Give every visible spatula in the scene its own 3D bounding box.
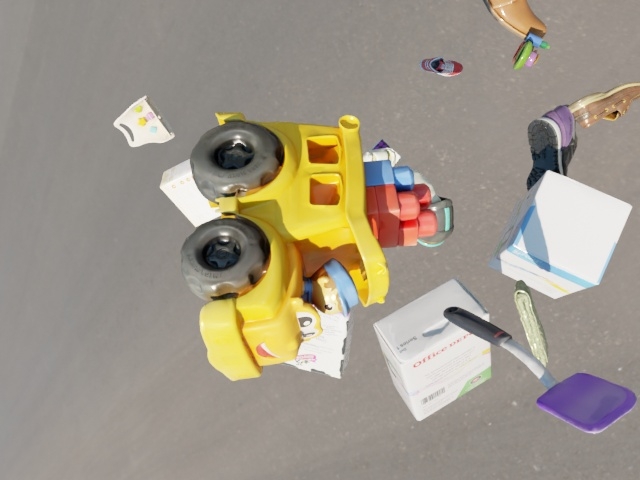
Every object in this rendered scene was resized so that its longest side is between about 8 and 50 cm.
[{"bbox_3d":[0.255,0.146,0.715,0.296,0.084,0.030,37,148,57],"label":"spatula"}]

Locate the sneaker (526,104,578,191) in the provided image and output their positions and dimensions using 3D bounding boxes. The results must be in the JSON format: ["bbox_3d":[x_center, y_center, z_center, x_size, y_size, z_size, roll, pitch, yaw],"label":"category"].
[{"bbox_3d":[0.602,-0.204,1.409,0.107,0.124,0.283,37,153,42],"label":"sneaker"}]

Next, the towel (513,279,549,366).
[{"bbox_3d":[0.386,0.149,1.020,0.027,0.110,0.148,-19,91,22],"label":"towel"}]

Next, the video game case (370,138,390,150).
[{"bbox_3d":[0.101,-0.182,1.656,0.042,0.232,0.210,44,174,2],"label":"video game case"}]

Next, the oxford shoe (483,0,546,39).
[{"bbox_3d":[0.333,-0.436,0.985,0.212,0.076,0.076,42,138,-11],"label":"oxford shoe"}]

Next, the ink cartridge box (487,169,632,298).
[{"bbox_3d":[0.552,-0.003,1.330,0.197,0.270,0.198,26,81,10],"label":"ink cartridge box"}]

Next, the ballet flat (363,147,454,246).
[{"bbox_3d":[0.121,-0.099,0.950,0.280,0.095,0.096,38,138,35],"label":"ballet flat"}]

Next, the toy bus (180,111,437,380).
[{"bbox_3d":[0.000,0.000,0.494,0.149,0.212,0.220,85,-176,-57],"label":"toy bus"}]

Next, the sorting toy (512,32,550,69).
[{"bbox_3d":[0.366,-0.323,0.973,0.042,0.102,0.061,25,119,2],"label":"sorting toy"}]

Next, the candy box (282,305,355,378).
[{"bbox_3d":[-0.014,0.139,1.103,0.159,0.071,0.233,11,108,14],"label":"candy box"}]

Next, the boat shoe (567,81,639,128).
[{"bbox_3d":[0.570,-0.264,1.101,0.064,0.178,0.060,142,107,-72],"label":"boat shoe"}]

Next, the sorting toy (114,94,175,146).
[{"bbox_3d":[-0.302,-0.196,0.943,0.083,0.075,0.045,60,177,-37],"label":"sorting toy"}]

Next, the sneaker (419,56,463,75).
[{"bbox_3d":[0.320,-0.444,1.432,0.067,0.119,0.042,-129,42,-70],"label":"sneaker"}]

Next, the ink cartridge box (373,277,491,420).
[{"bbox_3d":[0.245,0.235,1.185,0.117,0.201,0.278,55,171,41],"label":"ink cartridge box"}]

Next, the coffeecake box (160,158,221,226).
[{"bbox_3d":[-0.258,-0.133,1.327,0.186,0.142,0.068,-23,40,16],"label":"coffeecake box"}]
